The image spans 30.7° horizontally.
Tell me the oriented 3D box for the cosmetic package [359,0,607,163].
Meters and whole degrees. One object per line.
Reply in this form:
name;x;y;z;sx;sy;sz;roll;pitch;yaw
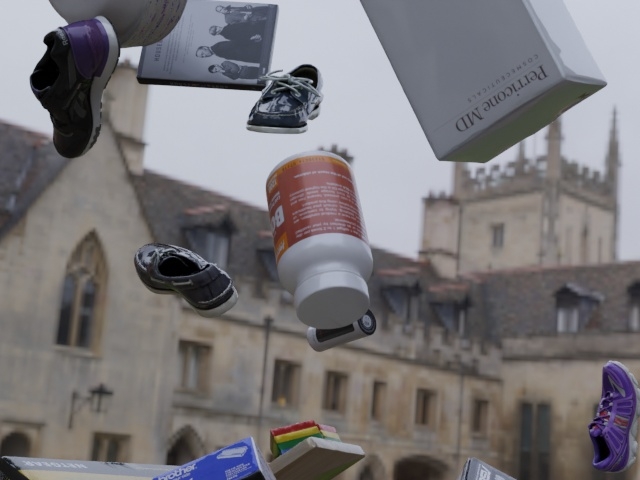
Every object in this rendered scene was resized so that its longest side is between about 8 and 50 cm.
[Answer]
cosmetic package;0.196;-0.362;1.702;0.230;0.453;0.161;-33;-16;31

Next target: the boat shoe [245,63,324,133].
boat shoe;-0.044;-0.207;1.709;0.095;0.079;0.254;13;19;14

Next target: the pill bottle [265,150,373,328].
pill bottle;0.000;0.000;1.486;0.121;0.216;0.121;-6;-39;-5

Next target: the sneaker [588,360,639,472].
sneaker;0.436;0.266;1.747;0.071;0.169;0.068;-1;1;-25

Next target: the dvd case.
dvd case;-0.204;-0.360;2.133;0.239;0.179;0.029;4;-23;6

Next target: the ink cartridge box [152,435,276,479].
ink cartridge box;-0.066;0.274;1.060;0.097;0.046;0.207;-23;-53;0

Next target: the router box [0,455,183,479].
router box;-0.178;0.328;1.290;0.243;0.081;0.309;22;4;40

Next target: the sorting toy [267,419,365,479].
sorting toy;-0.079;0.445;2.294;0.257;0.089;0.255;-35;-25;13

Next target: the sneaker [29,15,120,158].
sneaker;-0.424;-0.243;1.897;0.124;0.107;0.283;-18;-33;-37

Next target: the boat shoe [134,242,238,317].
boat shoe;-0.174;0.031;1.439;0.206;0.075;0.065;25;-34;50

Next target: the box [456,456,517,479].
box;0.288;0.464;1.468;0.318;0.097;0.395;25;22;4

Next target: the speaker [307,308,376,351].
speaker;0.039;0.169;2.204;0.136;0.055;0.055;-22;-27;40

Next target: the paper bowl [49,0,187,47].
paper bowl;-0.357;-0.460;1.933;0.284;0.284;0.148;-8;5;45
